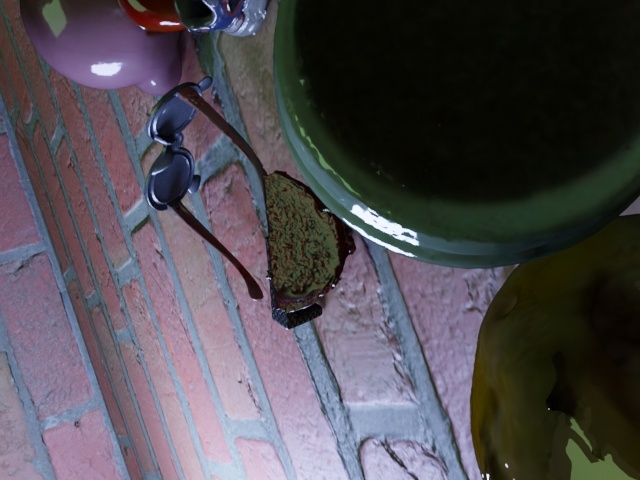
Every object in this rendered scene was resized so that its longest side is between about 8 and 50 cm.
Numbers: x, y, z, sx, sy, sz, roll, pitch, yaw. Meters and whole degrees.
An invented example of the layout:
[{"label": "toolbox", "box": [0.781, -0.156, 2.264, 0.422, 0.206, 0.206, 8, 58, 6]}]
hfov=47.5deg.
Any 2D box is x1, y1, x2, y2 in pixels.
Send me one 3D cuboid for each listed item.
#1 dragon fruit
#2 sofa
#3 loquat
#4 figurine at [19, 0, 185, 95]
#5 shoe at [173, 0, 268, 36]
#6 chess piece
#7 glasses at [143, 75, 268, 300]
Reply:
[{"label": "dragon fruit", "box": [0.000, 0.000, 0.820, 0.106, 0.083, 0.162, 3, 98, 37]}, {"label": "sofa", "box": [-0.032, 0.046, 0.908, 0.039, 0.060, 0.118, 24, 125, 45]}, {"label": "loquat", "box": [0.197, 0.105, 0.400, 0.244, 0.243, 0.244, 36, 135, 46]}, {"label": "figurine", "box": [-0.299, -0.331, 0.998, 0.270, 0.211, 0.261, 63, 150, 16]}, {"label": "shoe", "box": [-0.111, -0.307, 0.781, 0.099, 0.125, 0.227, 63, 151, 21]}, {"label": "chess piece", "box": [0.084, -0.069, 0.450, 0.299, 0.194, 0.195, 55, -169, -80]}, {"label": "glasses", "box": [-0.131, -0.069, 1.018, 0.268, 0.118, 0.234, 41, 139, 21]}]
